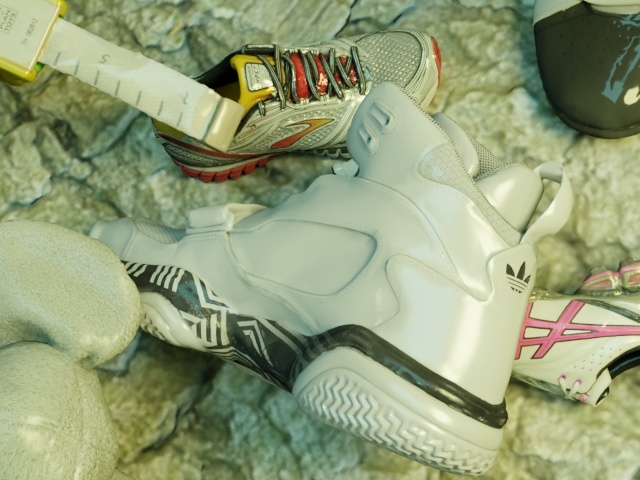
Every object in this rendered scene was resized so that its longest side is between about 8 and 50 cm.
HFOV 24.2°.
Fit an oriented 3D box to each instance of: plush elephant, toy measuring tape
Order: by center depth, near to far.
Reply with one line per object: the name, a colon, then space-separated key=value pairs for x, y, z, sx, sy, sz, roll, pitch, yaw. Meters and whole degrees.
plush elephant: x=-0.225 y=0.132 z=0.977 sx=0.255 sy=0.330 sz=0.272 roll=12 pitch=70 yaw=18
toy measuring tape: x=-0.202 y=-0.141 z=1.105 sx=0.330 sy=0.121 sz=0.121 roll=25 pitch=82 yaw=9

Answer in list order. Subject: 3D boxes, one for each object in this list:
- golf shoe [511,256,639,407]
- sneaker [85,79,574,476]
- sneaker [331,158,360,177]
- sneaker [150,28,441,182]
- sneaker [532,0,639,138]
golf shoe: x=0.156 y=0.072 z=0.994 sx=0.186 sy=0.067 sz=0.086 roll=-16 pitch=70 yaw=13
sneaker: x=0.000 y=0.000 z=1.001 sx=0.365 sy=0.137 sz=0.210 roll=22 pitch=86 yaw=39
sneaker: x=0.050 y=-0.021 z=1.076 sx=0.043 sy=0.040 sz=0.109 roll=-29 pitch=71 yaw=-4
sneaker: x=-0.019 y=-0.103 z=1.096 sx=0.225 sy=0.093 sz=0.088 roll=-17 pitch=68 yaw=12
sneaker: x=0.210 y=-0.240 z=1.037 sx=0.122 sy=0.146 sz=0.331 roll=6 pitch=76 yaw=19
